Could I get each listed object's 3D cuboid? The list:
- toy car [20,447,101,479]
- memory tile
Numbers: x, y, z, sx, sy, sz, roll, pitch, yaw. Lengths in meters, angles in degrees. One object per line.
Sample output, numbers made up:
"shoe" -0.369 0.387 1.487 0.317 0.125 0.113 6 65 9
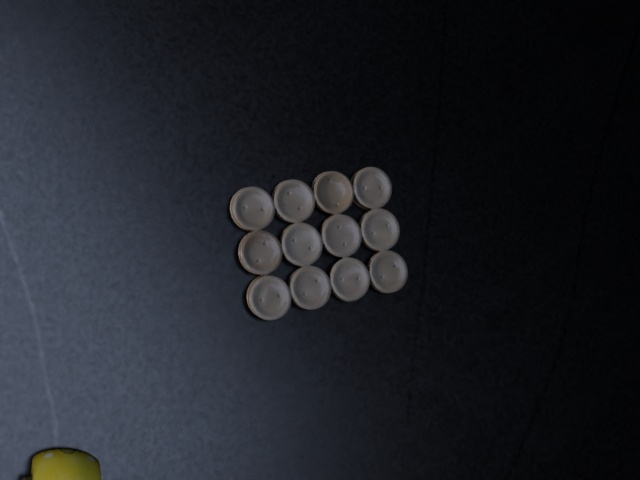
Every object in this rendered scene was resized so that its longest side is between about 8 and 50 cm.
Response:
"toy car" -0.209 0.293 0.741 0.225 0.053 0.239 -27 94 -23
"memory tile" 0.000 0.000 0.887 0.148 0.012 0.113 -11 88 -23
